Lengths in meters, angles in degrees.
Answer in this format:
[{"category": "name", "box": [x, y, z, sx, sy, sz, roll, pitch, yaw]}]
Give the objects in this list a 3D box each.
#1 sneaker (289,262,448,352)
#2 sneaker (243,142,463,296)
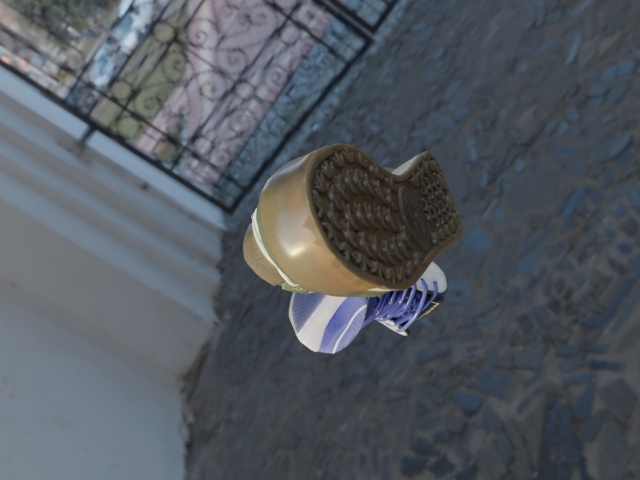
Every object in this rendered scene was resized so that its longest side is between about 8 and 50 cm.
[{"category": "sneaker", "box": [0.075, 0.051, 1.289, 0.127, 0.182, 0.315, -52, 10, 20]}, {"category": "sneaker", "box": [0.000, 0.000, 0.469, 0.086, 0.064, 0.192, -21, -2, 22]}]
